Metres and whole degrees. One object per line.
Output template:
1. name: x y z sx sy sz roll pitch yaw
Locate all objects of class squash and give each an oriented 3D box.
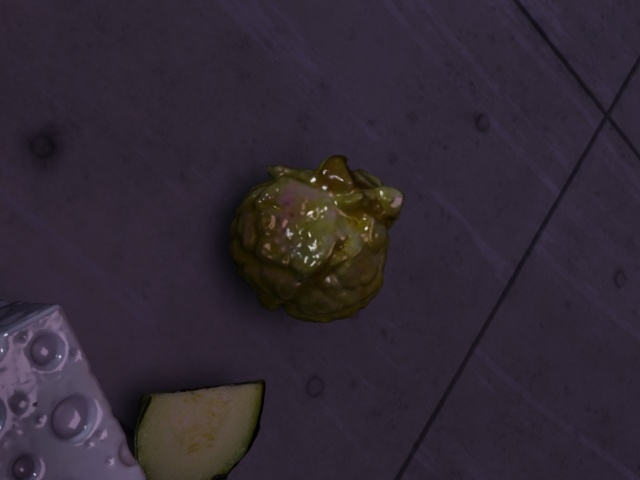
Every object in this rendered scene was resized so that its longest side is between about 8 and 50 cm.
1. squash: -0.187 0.259 1.478 0.192 0.085 0.184 0 119 -31

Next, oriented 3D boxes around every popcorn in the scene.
1. popcorn: 0.000 0.000 1.511 0.259 0.212 0.259 -1 74 4

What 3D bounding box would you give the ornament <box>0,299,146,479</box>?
1. ornament: -0.392 0.228 1.230 0.239 0.240 0.239 -30 105 -30
